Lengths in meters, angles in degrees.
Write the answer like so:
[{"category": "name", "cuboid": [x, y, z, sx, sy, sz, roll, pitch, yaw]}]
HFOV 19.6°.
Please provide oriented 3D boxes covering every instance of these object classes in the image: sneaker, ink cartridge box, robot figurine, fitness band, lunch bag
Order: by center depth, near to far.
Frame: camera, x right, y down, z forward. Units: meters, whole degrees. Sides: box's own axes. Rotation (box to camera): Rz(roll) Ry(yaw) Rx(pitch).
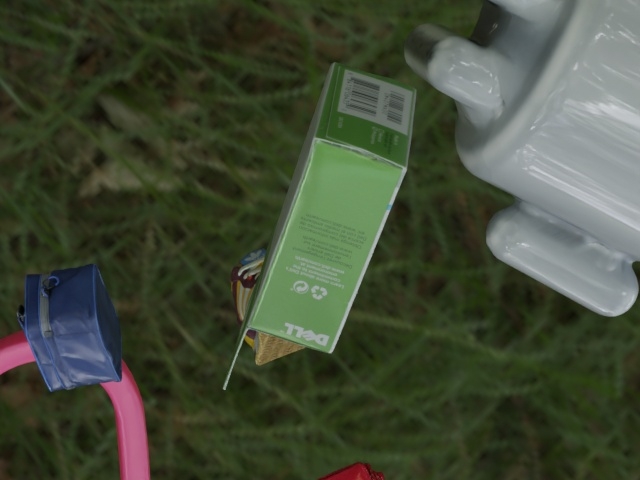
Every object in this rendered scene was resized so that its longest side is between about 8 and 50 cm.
[{"category": "ink cartridge box", "cuboid": [0.000, 0.000, 1.225, 0.062, 0.109, 0.209, 18, 122, -4]}, {"category": "robot figurine", "cuboid": [0.239, -0.095, 1.344, 0.353, 0.200, 0.300, 27, 102, -14]}, {"category": "lunch bag", "cuboid": [-0.192, 0.065, 1.396, 0.065, 0.067, 0.098, -11, 136, 4]}, {"category": "sneaker", "cuboid": [-0.042, 0.039, 1.540, 0.069, 0.084, 0.185, -21, 162, -19]}, {"category": "fitness band", "cuboid": [-0.278, 0.225, 1.873, 0.209, 0.054, 0.291, -6, 112, -9]}]

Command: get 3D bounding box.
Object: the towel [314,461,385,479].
[{"category": "towel", "cuboid": [-0.008, 0.344, 1.596, 0.198, 0.275, 0.031, -24, 147, 15]}]
